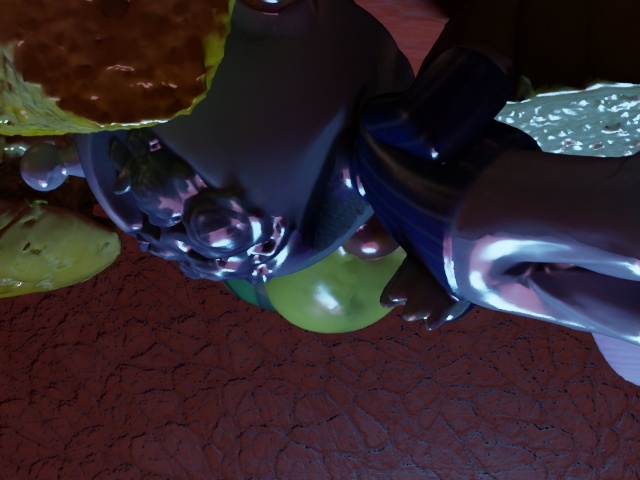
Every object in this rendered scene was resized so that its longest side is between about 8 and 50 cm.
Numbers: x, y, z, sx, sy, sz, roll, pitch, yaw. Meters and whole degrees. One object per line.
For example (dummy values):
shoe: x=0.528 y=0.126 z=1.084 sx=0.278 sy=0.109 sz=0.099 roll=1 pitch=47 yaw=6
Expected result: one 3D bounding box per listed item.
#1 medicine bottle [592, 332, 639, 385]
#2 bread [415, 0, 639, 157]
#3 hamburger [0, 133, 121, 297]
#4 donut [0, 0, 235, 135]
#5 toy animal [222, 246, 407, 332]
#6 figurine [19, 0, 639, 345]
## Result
medicine bottle: x=0.359 y=-0.003 z=0.778 sx=0.388 sy=0.219 sz=0.219 roll=1 pitch=179 yaw=41
bread: x=0.152 y=-0.063 z=0.652 sx=0.236 sy=0.070 sz=0.236 roll=3 pitch=166 yaw=1
hamburger: x=-0.323 y=-0.031 z=1.180 sx=0.319 sy=0.158 sz=0.318 roll=3 pitch=179 yaw=0
donut: x=-0.146 y=-0.085 z=0.484 sx=0.259 sy=0.101 sz=0.152 roll=-3 pitch=-176 yaw=-1
toy animal: x=-0.001 y=0.003 z=1.470 sx=0.216 sy=0.191 sz=0.338 roll=2 pitch=178 yaw=-32
figurine: x=0.017 y=-0.025 z=0.564 sx=0.274 sy=0.133 sz=0.194 roll=30 pitch=158 yaw=8
